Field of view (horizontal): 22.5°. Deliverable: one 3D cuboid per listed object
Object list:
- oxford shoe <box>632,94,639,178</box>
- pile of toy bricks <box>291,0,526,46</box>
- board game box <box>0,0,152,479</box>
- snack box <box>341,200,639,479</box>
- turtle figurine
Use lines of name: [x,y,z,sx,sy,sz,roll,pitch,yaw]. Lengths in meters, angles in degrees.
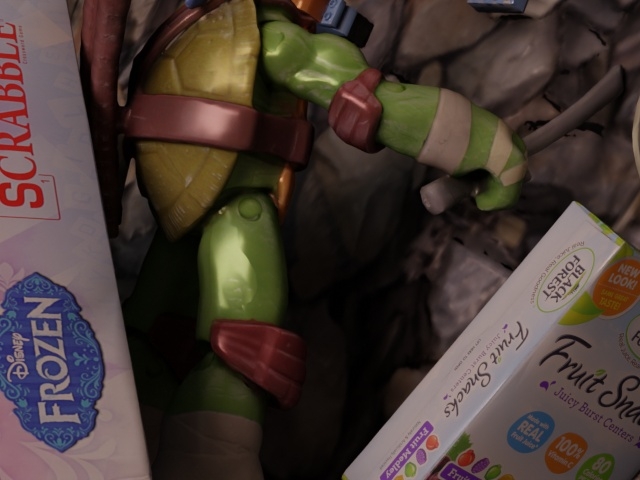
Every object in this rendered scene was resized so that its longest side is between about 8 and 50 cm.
oxford shoe: [0.196,-0.009,0.493,0.169,0.130,0.449,-60,21,15]
pile of toy bricks: [0.021,-0.176,0.841,0.212,0.105,0.118,11,74,47]
board game box: [-0.159,0.073,0.701,0.318,0.066,0.319,-107,29,-42]
snack box: [0.090,0.066,0.632,0.141,0.100,0.037,-51,42,8]
turtle figurine: [0.000,0.000,0.713,0.197,0.274,0.266,14,81,23]
